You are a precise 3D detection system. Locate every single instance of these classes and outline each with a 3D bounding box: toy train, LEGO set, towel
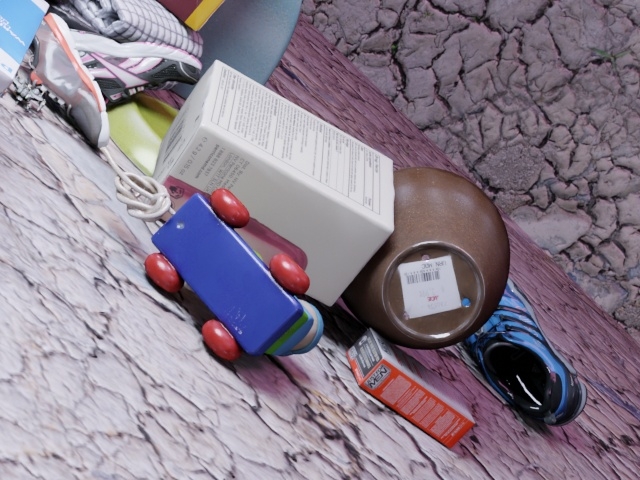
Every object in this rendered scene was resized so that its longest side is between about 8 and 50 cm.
[{"bbox_3d":[-0.099,0.009,1.228,0.248,0.105,0.143,47,3,22],"label":"toy train"},{"bbox_3d":[-0.303,-0.154,1.309,0.054,0.023,0.083,46,13,17],"label":"LEGO set"},{"bbox_3d":[-0.304,-0.313,1.639,0.283,0.121,0.235,47,15,16],"label":"towel"}]

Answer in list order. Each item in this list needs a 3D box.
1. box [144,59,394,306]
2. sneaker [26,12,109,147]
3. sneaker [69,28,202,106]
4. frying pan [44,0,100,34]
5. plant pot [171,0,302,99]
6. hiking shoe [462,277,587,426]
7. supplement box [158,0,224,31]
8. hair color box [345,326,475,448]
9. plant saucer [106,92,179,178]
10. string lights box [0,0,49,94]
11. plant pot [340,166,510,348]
[{"bbox_3d":[-0.050,-0.060,1.385,0.232,0.127,0.148,29,31,-16],"label":"box"},{"bbox_3d":[-0.275,-0.161,1.378,0.157,0.065,0.061,62,-22,11],"label":"sneaker"},{"bbox_3d":[-0.225,-0.187,1.477,0.178,0.077,0.072,6,3,-25],"label":"sneaker"},{"bbox_3d":[-0.404,-0.322,1.425,0.326,0.053,0.197,33,18,9],"label":"frying pan"},{"bbox_3d":[-0.169,-0.365,1.897,0.248,0.252,0.247,29,18,-43],"label":"plant pot"},{"bbox_3d":[0.253,0.128,1.829,0.304,0.113,0.132,47,13,23],"label":"hiking shoe"},{"bbox_3d":[-0.166,-0.407,1.640,0.194,0.191,0.129,39,16,-17],"label":"supplement box"},{"bbox_3d":[0.098,0.160,1.418,0.141,0.043,0.072,37,12,-23],"label":"hair color box"},{"bbox_3d":[-0.159,-0.100,1.537,0.241,0.037,0.241,40,12,-10],"label":"plant saucer"},{"bbox_3d":[-0.291,-0.131,1.018,0.077,0.133,0.259,38,13,-18],"label":"string lights box"},{"bbox_3d":[0.116,0.035,1.451,0.215,0.215,0.230,41,7,-4],"label":"plant pot"}]
